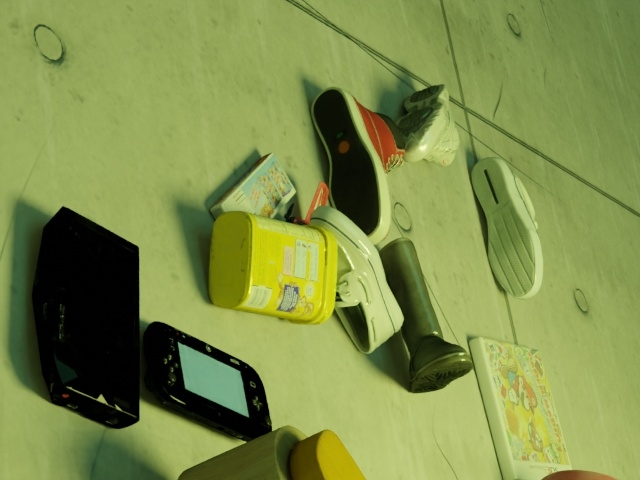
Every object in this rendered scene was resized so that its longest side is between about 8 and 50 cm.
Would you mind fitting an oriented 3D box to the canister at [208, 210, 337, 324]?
[{"bbox_3d":[-0.058,0.034,1.877,0.170,0.073,0.126,14,77,-52],"label":"canister"}]

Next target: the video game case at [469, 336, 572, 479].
[{"bbox_3d":[0.316,0.269,2.375,0.206,0.026,0.227,16,56,-54],"label":"video game case"}]

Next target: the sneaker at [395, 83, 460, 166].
[{"bbox_3d":[0.178,-0.162,2.396,0.115,0.090,0.232,63,25,-17],"label":"sneaker"}]

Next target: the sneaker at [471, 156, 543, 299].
[{"bbox_3d":[0.328,-0.020,2.534,0.091,0.094,0.258,18,53,-47],"label":"sneaker"}]

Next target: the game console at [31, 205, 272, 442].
[{"bbox_3d":[-0.176,0.119,1.675,0.361,0.044,0.213,32,44,-45],"label":"game console"}]

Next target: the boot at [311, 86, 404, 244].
[{"bbox_3d":[0.084,-0.093,2.209,0.176,0.088,0.244,23,47,-52],"label":"boot"}]

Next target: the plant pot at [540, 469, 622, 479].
[{"bbox_3d":[0.379,0.458,2.193,0.201,0.201,0.180,48,50,-28],"label":"plant pot"}]

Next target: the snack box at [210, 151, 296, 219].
[{"bbox_3d":[-0.084,-0.052,1.966,0.064,0.022,0.178,59,30,-12],"label":"snack box"}]

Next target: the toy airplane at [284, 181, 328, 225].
[{"bbox_3d":[0.000,0.000,2.053,0.151,0.028,0.151,13,73,-46],"label":"toy airplane"}]

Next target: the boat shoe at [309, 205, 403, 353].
[{"bbox_3d":[0.040,0.058,2.005,0.076,0.083,0.226,-51,125,-28],"label":"boat shoe"}]

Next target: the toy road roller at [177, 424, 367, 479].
[{"bbox_3d":[-0.028,0.378,1.531,0.330,0.202,0.240,60,21,-10],"label":"toy road roller"}]

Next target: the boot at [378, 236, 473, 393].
[{"bbox_3d":[0.139,0.095,2.100,0.076,0.189,0.209,-3,75,-18],"label":"boot"}]
